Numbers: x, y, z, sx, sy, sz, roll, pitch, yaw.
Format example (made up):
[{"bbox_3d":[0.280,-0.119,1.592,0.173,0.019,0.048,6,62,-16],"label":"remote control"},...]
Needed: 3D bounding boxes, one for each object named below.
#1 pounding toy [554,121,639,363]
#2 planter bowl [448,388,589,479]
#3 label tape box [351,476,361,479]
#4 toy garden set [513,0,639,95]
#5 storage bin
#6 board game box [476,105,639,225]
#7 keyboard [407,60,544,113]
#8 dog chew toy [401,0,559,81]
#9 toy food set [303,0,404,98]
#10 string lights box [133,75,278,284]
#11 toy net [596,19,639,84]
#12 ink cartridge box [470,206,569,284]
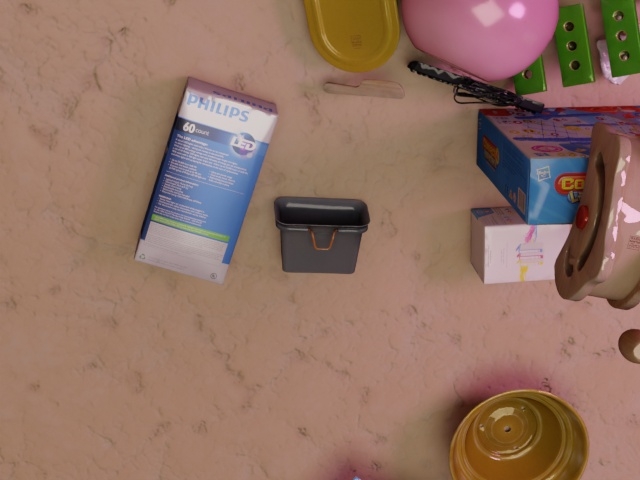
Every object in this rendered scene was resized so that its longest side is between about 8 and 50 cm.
[{"bbox_3d":[0.372,0.006,1.345,0.154,0.154,0.270,10,88,-7],"label":"pounding toy"},{"bbox_3d":[0.297,0.309,1.789,0.217,0.090,0.217,-1,109,-4],"label":"planter bowl"},{"bbox_3d":[0.108,0.530,1.841,0.347,0.115,0.249,37,102,-12],"label":"label tape box"},{"bbox_3d":[0.373,-0.318,1.571,0.244,0.049,0.204,-8,95,27],"label":"toy garden set"},{"bbox_3d":[0.000,0.000,1.663,0.135,0.098,0.091,1,119,-5],"label":"storage bin"},{"bbox_3d":[0.386,-0.107,1.538,0.301,0.308,0.086,-2,108,-4],"label":"board game box"},{"bbox_3d":[0.208,-0.200,1.586,0.192,0.100,0.038,18,95,0],"label":"keyboard"},{"bbox_3d":[0.241,-0.378,1.495,0.206,0.206,0.332,23,100,-12],"label":"dog chew toy"},{"bbox_3d":[0.051,-0.304,1.572,0.128,0.071,0.218,0,117,19],"label":"toy food set"},{"bbox_3d":[-0.161,-0.082,1.625,0.133,0.077,0.260,17,107,-10],"label":"string lights box"},{"bbox_3d":[0.454,-0.329,1.609,0.122,0.045,0.232,11,109,-10],"label":"toy net"},{"bbox_3d":[0.298,0.003,1.683,0.143,0.092,0.090,-4,109,-5],"label":"ink cartridge box"}]
